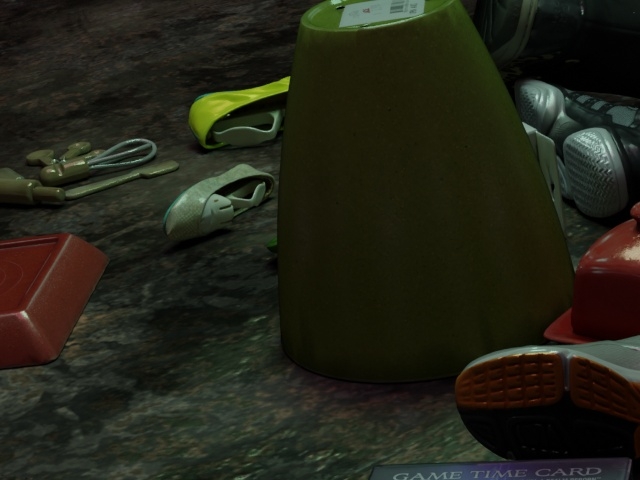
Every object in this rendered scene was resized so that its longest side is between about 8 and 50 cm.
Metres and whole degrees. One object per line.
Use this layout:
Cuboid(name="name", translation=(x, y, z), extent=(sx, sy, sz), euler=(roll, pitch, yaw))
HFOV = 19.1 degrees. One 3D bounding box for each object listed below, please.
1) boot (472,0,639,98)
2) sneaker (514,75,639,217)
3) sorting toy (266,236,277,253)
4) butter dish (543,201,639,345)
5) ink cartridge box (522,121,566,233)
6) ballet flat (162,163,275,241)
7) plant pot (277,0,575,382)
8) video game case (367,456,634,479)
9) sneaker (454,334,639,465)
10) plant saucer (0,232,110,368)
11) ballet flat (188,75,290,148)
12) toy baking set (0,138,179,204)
Cuboid(name="boot", translation=(0.312, -0.219, 2.141), extent=(0.284, 0.138, 0.377), euler=(10, -4, -1))
Cuboid(name="sneaker", translation=(0.303, -0.109, 1.959), extent=(0.153, 0.101, 0.268), euler=(-14, 27, -10))
Cuboid(name="sorting toy", translation=(0.000, 0.000, 1.906), extent=(0.102, 0.042, 0.061), euler=(-28, 9, -12))
Cuboid(name="butter dish", translation=(0.283, 0.022, 1.593), extent=(0.160, 0.118, 0.160), euler=(7, 26, 40))
Cuboid(name="ink cartridge box", translation=(0.174, -0.068, 1.896), extent=(0.060, 0.104, 0.180), euler=(-16, 21, -15))
Cuboid(name="ballet flat", translation=(-0.104, -0.042, 2.034), extent=(0.052, 0.057, 0.168), euler=(13, 30, 27))
Cuboid(name="plant pot", translation=(0.075, -0.067, 1.676), extent=(0.275, 0.293, 0.275), euler=(-9, 20, 3))
Cuboid(name="video game case", translation=(0.101, 0.224, 1.287), extent=(0.196, 0.026, 0.274), euler=(-4, 21, 17))
Cuboid(name="sneaker", translation=(0.234, 0.113, 1.439), extent=(0.262, 0.099, 0.121), euler=(1, 15, 7))
Cuboid(name="plant saucer", translation=(-0.363, 0.061, 1.900), extent=(0.259, 0.047, 0.258), euler=(-6, 21, 9))
Cuboid(name="ballet flat", translation=(-0.045, -0.155, 2.292), extent=(0.231, 0.077, 0.077), euler=(-13, 42, 1))
Cuboid(name="toy baking set", translation=(-0.305, -0.087, 2.276), extent=(0.256, 0.030, 0.197), euler=(6, 26, 37))
